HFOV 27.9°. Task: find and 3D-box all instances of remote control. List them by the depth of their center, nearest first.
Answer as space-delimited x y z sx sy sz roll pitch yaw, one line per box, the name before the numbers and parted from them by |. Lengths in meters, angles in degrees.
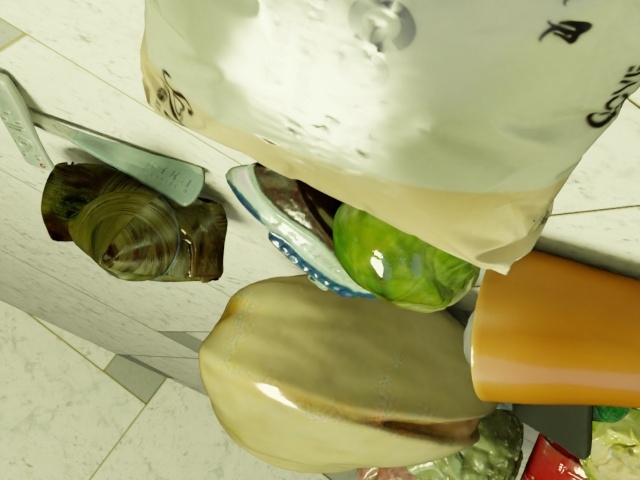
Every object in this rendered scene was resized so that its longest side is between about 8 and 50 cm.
remote control | -0.397 -0.160 1.696 0.050 0.027 0.184 20 150 25

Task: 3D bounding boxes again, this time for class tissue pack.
tissue pack | 0.045 -0.166 0.876 0.390 0.195 0.375 21 151 6

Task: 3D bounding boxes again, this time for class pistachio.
pistachio | 0.035 0.176 1.741 0.446 0.281 0.365 12 -168 -37

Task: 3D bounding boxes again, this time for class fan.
fan | -0.278 -0.122 1.703 0.282 0.057 0.023 25 173 14

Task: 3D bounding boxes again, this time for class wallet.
wallet | 0.306 0.185 1.684 0.124 0.025 0.244 32 146 33

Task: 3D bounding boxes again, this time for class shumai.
shumai | 0.201 0.290 2.055 0.218 0.189 0.256 43 -167 -44

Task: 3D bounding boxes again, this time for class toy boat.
toy boat | -0.004 -0.007 1.518 0.115 0.114 0.262 -19 129 42

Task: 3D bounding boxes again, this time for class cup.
cup | 0.301 0.117 1.442 0.264 0.182 0.226 8 156 24

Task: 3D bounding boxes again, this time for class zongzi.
zongzi | -0.300 -0.023 1.709 0.286 0.138 0.300 17 -166 21

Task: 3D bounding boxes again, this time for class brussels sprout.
brussels sprout | 0.097 0.002 1.408 0.162 0.143 0.180 -15 141 6
brussels sprout | 0.463 0.307 1.917 0.149 0.122 0.151 -4 129 23

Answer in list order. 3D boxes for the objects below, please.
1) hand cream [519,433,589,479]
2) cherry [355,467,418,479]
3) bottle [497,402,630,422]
hand cream | 0.433 0.409 2.080 0.230 0.149 0.230 19 -170 -3
cherry | 0.198 0.394 2.266 0.261 0.307 0.221 39 149 46
bottle | 0.296 0.201 1.841 0.093 0.093 0.330 33 161 -31
